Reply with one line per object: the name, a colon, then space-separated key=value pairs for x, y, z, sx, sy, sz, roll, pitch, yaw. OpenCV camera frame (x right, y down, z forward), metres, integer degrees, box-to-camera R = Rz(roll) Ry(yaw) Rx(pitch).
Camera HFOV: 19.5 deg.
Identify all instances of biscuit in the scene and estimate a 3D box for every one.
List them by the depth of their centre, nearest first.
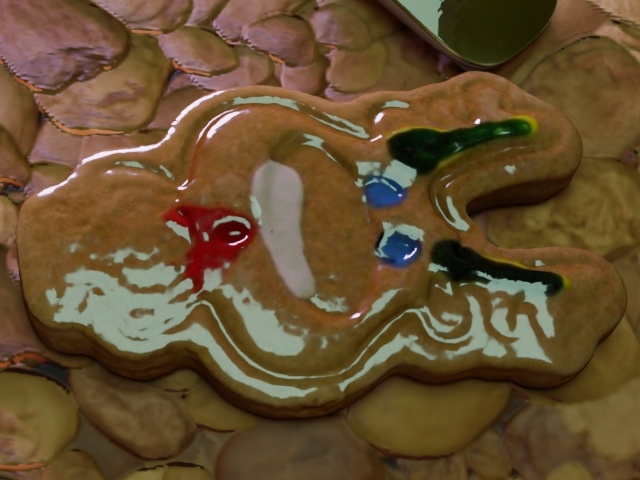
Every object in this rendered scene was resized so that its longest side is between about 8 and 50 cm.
biscuit: x=0.000 y=0.000 z=1.032 sx=0.333 sy=0.047 sz=0.202 roll=-5 pitch=63 yaw=-9

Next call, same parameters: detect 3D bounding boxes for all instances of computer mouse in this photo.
computer mouse: x=0.055 y=-0.185 z=1.137 sx=0.199 sy=0.045 sz=0.102 roll=42 pitch=63 yaw=14
